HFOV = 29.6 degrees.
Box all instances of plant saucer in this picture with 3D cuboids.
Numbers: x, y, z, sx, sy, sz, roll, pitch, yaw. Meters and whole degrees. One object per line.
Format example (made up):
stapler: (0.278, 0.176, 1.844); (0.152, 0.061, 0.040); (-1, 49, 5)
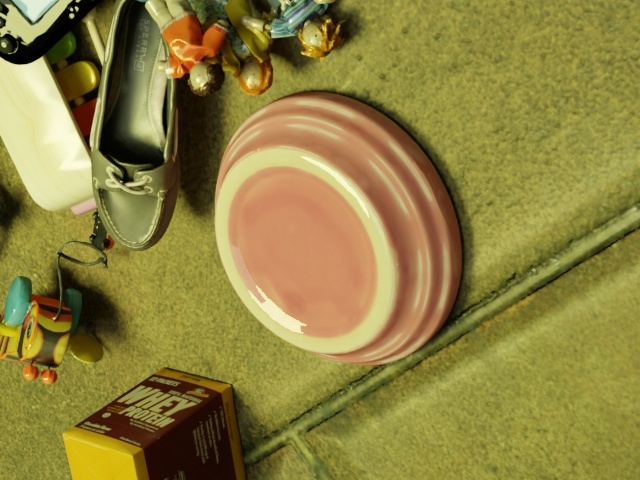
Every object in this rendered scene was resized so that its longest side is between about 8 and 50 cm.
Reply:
plant saucer: (0.000, 0.000, 1.382); (0.332, 0.084, 0.332); (17, 121, 31)

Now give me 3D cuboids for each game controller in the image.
game controller: (-0.305, -0.341, 1.385); (0.319, 0.067, 0.166); (-36, 113, 28)

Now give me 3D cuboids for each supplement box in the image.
supplement box: (-0.215, 0.307, 1.627); (0.129, 0.194, 0.191); (9, 117, 35)

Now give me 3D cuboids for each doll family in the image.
doll family: (-0.059, -0.252, 1.302); (0.263, 0.118, 0.163); (-33, 83, 25)

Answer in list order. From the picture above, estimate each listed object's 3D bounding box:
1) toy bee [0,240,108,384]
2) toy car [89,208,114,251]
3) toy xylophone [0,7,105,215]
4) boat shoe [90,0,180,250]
toy bee: (-0.400, 0.127, 1.680); (0.195, 0.162, 0.298); (7, 154, -6)
toy car: (-0.256, -0.018, 1.603); (0.122, 0.040, 0.060); (-5, 87, 42)
toy xylophone: (-0.331, -0.187, 1.548); (0.236, 0.081, 0.322); (-11, 103, 28)
boat shoe: (-0.219, -0.141, 1.419); (0.112, 0.095, 0.335); (9, 106, 4)
